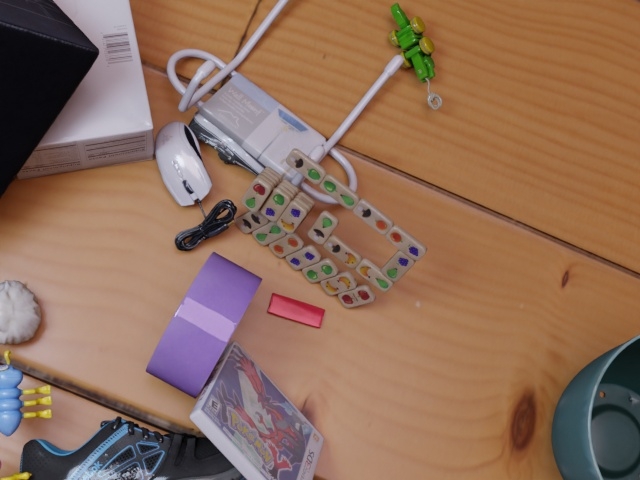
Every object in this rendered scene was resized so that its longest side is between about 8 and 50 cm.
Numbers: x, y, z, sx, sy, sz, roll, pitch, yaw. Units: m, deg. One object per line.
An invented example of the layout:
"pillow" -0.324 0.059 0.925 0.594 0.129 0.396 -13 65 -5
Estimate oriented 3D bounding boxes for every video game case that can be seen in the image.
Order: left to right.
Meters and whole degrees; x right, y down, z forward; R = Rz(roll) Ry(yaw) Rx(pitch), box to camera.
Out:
"video game case" -0.078 0.254 1.283 0.023 0.183 0.201 -36 102 22

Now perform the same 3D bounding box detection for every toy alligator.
"toy alligator" 0.163 -0.297 1.541 0.051 0.056 0.190 -10 75 -54

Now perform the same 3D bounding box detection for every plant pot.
"plant pot" 0.468 0.284 1.358 0.293 0.235 0.293 2 75 -10

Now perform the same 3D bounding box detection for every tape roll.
"tape roll" -0.159 0.115 1.305 0.080 0.189 0.189 30 73 -2

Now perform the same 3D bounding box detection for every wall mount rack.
"wall mount rack" -0.043 -0.232 1.448 0.350 0.130 0.304 38 48 -1

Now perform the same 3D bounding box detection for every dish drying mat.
"dish drying mat" -0.036 0.105 1.425 0.083 0.008 0.032 18 73 -5

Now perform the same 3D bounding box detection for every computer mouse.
"computer mouse" -0.201 -0.089 1.409 0.106 0.042 0.193 -29 78 16

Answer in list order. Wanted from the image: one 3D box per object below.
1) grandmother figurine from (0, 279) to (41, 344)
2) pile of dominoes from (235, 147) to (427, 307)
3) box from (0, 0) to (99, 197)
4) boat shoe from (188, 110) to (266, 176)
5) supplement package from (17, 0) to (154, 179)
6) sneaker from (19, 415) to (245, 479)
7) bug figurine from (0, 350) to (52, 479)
"grandmother figurine" -0.552 0.065 1.297 0.342 0.104 0.208 15 102 -10
"pile of dominoes" 0.000 0.000 1.363 0.251 0.196 0.040 37 45 0
"box" -0.606 -0.294 1.089 0.472 0.480 0.297 45 107 19
"boat shoe" -0.141 -0.141 1.450 0.142 0.049 0.040 40 106 -1
"supplement package" -0.362 -0.244 1.377 0.204 0.145 0.262 -10 79 -12
"sneaker" -0.234 0.296 1.281 0.340 0.125 0.140 -12 78 -14
"bug figurine" -0.483 0.261 1.220 0.279 0.072 0.216 -9 84 11
